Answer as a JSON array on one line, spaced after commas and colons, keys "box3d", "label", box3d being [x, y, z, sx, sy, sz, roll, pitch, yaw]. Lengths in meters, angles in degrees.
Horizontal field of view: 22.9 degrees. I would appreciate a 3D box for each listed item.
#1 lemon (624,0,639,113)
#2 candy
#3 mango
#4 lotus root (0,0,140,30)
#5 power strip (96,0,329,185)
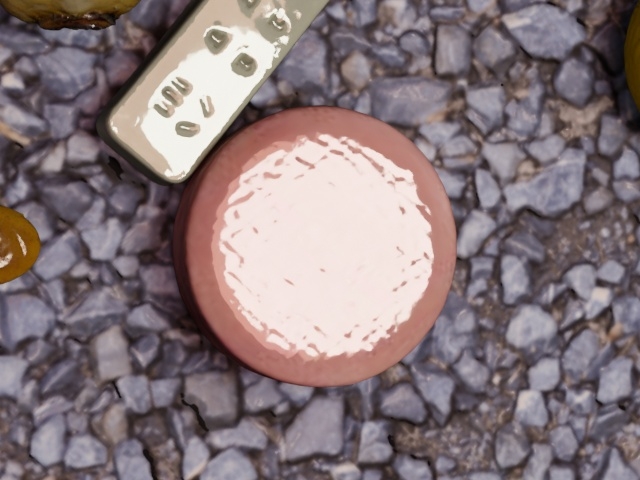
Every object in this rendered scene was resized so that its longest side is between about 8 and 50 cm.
[{"box3d": [0.372, -0.160, 1.424, 0.187, 0.187, 0.244, -31, 103, -13], "label": "lemon"}, {"box3d": [0.000, 0.000, 1.366, 0.255, 0.094, 0.255, 0, 90, -15], "label": "candy"}, {"box3d": [-0.288, 0.000, 1.310, 0.114, 0.057, 0.079, 5, 85, -23], "label": "mango"}, {"box3d": [-0.213, -0.306, 1.288, 0.154, 0.154, 0.278, -5, 86, -15], "label": "lotus root"}, {"box3d": [-0.043, -0.217, 1.372, 0.091, 0.062, 0.385, 40, 81, -15], "label": "power strip"}]
